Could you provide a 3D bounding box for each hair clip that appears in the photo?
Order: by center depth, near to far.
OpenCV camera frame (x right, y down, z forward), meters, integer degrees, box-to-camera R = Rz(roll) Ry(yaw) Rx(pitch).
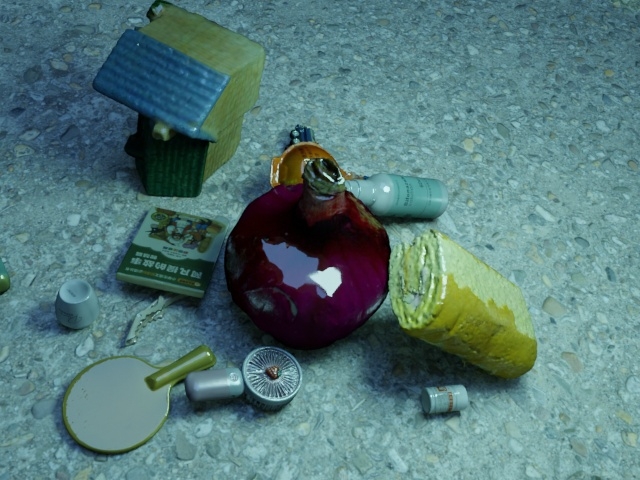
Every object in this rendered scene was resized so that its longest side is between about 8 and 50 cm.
[{"bbox_3d":[-0.363,0.147,1.509,0.072,0.034,0.226,34,53,20],"label":"hair clip"}]

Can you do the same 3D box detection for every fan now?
[{"bbox_3d":[-0.157,0.290,1.392,0.244,0.074,0.130,-2,53,-24],"label":"fan"}]

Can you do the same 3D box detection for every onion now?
[{"bbox_3d":[0.000,0.000,1.466,0.398,0.420,0.399,13,46,-14],"label":"onion"}]

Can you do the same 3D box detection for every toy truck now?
[{"bbox_3d":[-0.048,-0.240,1.891,0.088,0.074,0.202,7,48,-19],"label":"toy truck"}]

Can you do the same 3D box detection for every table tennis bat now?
[{"bbox_3d":[-0.359,0.301,1.371,0.320,0.050,0.198,-26,63,-26],"label":"table tennis bat"}]

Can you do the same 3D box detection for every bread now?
[{"bbox_3d":[0.316,0.155,1.483,0.375,0.165,0.237,28,47,-38],"label":"bread"}]

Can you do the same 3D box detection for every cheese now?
[{"bbox_3d":[0.013,-0.143,1.752,0.329,0.129,0.217,9,78,-32],"label":"cheese"}]

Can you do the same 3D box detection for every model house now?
[{"bbox_3d":[-0.368,-0.324,1.677,0.334,0.382,0.343,27,48,11],"label":"model house"}]

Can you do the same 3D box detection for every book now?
[{"bbox_3d":[-0.340,0.021,1.592,0.201,0.027,0.264,13,38,-2],"label":"book"}]

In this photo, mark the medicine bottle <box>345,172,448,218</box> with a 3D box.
[{"bbox_3d":[0.171,-0.117,1.741,0.351,0.110,0.110,2,48,-35],"label":"medicine bottle"}]

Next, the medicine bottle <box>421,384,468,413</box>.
[{"bbox_3d":[0.269,0.344,1.472,0.089,0.057,0.057,-1,51,-15],"label":"medicine bottle"}]

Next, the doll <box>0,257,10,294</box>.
[{"bbox_3d":[-0.751,0.007,1.386,0.177,0.261,0.161,-23,57,-28],"label":"doll"}]

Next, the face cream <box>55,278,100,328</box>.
[{"bbox_3d":[-0.518,0.135,1.441,0.091,0.095,0.091,7,49,-8],"label":"face cream"}]
